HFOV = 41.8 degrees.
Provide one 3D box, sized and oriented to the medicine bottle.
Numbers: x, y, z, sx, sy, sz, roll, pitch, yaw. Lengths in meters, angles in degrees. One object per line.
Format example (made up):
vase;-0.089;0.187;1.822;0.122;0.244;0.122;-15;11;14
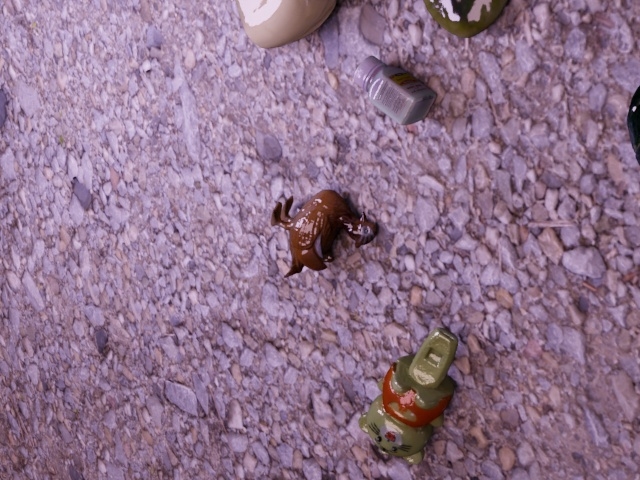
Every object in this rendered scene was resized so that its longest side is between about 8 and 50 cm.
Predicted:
medicine bottle;0.111;-0.233;1.298;0.118;0.074;0.055;41;126;20

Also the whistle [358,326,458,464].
whistle;0.157;0.266;1.419;0.131;0.106;0.288;32;123;16

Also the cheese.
cheese;-0.082;-0.447;1.339;0.233;0.127;0.266;-14;95;42

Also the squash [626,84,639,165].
squash;0.467;-0.105;0.960;0.165;0.252;0.252;-33;85;46

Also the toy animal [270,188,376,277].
toy animal;0.000;0.000;1.466;0.179;0.089;0.188;23;114;12

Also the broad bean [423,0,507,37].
broad bean;0.194;-0.398;1.191;0.153;0.072;0.207;-25;101;42
